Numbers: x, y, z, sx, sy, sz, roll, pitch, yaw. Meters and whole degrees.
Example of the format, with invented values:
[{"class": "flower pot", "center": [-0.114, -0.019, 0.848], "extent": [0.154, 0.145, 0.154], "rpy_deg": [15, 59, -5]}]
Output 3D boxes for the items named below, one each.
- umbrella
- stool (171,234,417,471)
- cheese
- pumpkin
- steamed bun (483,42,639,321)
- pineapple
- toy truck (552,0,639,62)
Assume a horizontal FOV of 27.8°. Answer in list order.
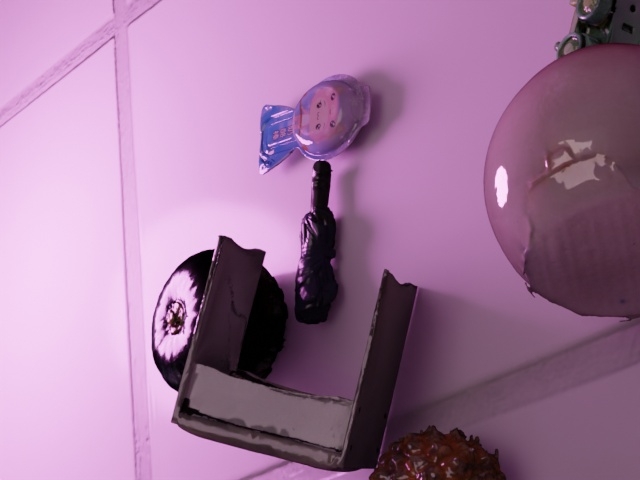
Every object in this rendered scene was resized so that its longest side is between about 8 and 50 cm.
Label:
[{"class": "umbrella", "center": [0.001, 0.003, 1.905], "extent": [0.071, 0.071, 0.248], "rpy_deg": [-16, 58, 43]}, {"class": "stool", "center": [-0.031, 0.153, 1.726], "extent": [0.244, 0.170, 0.269], "rpy_deg": [11, 84, 18]}, {"class": "cheese", "center": [-0.012, -0.180, 1.978], "extent": [0.245, 0.052, 0.135], "rpy_deg": [-14, 67, 44]}, {"class": "pumpkin", "center": [-0.156, 0.129, 1.946], "extent": [0.233, 0.163, 0.233], "rpy_deg": [-21, 61, 44]}, {"class": "steamed bun", "center": [0.324, -0.091, 1.418], "extent": [0.309, 0.309, 0.309], "rpy_deg": [-19, 64, 42]}, {"class": "pineapple", "center": [0.131, 0.302, 1.584], "extent": [0.193, 0.166, 0.166], "rpy_deg": [4, 80, 47]}, {"class": "toy truck", "center": [0.349, -0.300, 1.584], "extent": [0.135, 0.128, 0.259], "rpy_deg": [15, 88, 62]}]
